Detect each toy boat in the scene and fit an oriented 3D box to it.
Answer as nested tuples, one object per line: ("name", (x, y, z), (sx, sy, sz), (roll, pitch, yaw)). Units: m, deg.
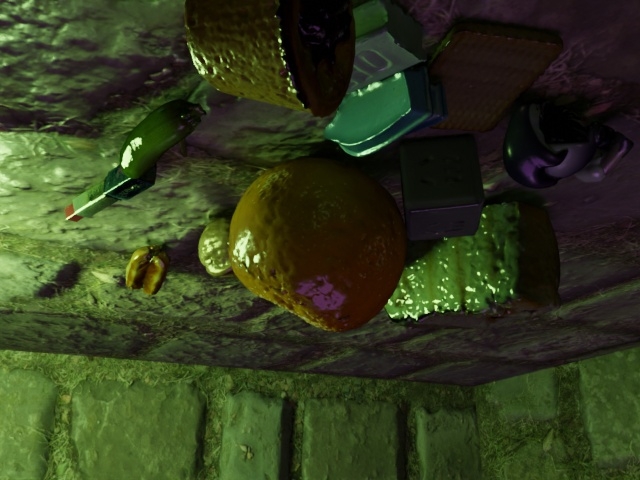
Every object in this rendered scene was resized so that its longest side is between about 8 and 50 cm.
("toy boat", (0.098, -0.189, 1.101), (0.098, 0.109, 0.238), (0, 169, -35))

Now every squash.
("squash", (-0.273, -0.172, 1.186), (0.069, 0.069, 0.258), (15, 151, -35))

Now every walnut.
("walnut", (-0.194, 0.018, 1.586), (0.167, 0.149, 0.166), (20, 148, 13))

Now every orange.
("orange", (0.000, 0.000, 1.326), (0.341, 0.293, 0.340), (28, 173, 4))

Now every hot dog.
("hot dog", (-0.437, 0.070, 1.804), (0.100, 0.068, 0.249), (18, 152, -14))

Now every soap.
("soap", (0.033, -0.253, 0.984), (0.199, 0.063, 0.115), (-16, 162, 34))

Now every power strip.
("power strip", (0.224, -0.082, 1.345), (0.140, 0.139, 0.224), (-7, 159, 6))

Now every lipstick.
("lipstick", (-0.430, -0.089, 1.412), (0.051, 0.051, 0.312), (17, 153, -42))

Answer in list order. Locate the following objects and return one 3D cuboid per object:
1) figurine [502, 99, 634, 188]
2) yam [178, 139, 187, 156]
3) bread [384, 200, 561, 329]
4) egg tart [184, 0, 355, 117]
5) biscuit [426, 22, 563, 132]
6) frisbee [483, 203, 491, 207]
("figurine", (0.392, -0.152, 1.190), (0.222, 0.145, 0.145), (9, 156, -29))
("yam", (-0.244, -0.175, 1.253), (0.014, 0.014, 0.107), (0, 159, -3))
("bread", (0.355, 0.084, 1.618), (0.264, 0.239, 0.395), (17, 153, -41))
("egg tart", (-0.049, -0.247, 0.832), (0.171, 0.215, 0.215), (2, 162, 23))
("biscuit", (0.234, -0.241, 1.089), (0.172, 0.029, 0.254), (3, 158, -14))
("frisbee", (0.321, -0.047, 1.623), (0.211, 0.012, 0.187), (11, 155, -29))
